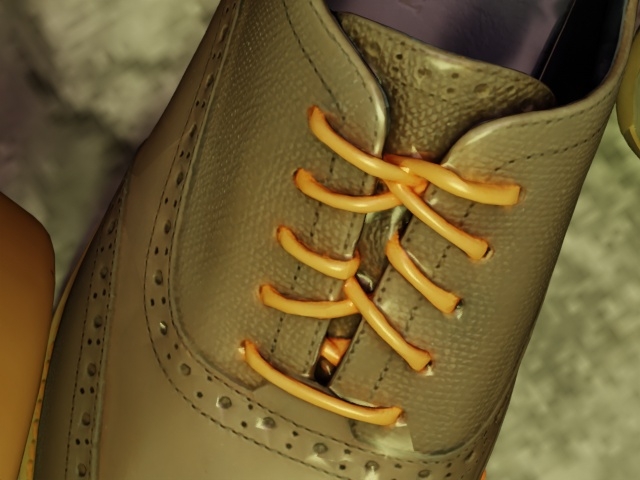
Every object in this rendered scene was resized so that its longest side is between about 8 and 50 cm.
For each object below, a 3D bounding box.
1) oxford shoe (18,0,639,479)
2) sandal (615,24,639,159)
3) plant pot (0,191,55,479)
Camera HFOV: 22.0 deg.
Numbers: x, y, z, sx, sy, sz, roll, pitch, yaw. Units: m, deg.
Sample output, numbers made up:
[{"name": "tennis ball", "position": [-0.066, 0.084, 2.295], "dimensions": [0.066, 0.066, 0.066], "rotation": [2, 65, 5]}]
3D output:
[{"name": "oxford shoe", "position": [0.000, 0.000, 0.416], "dimensions": [0.130, 0.133, 0.364], "rotation": [17, 85, -1]}, {"name": "sandal", "position": [0.165, -0.026, 0.451], "dimensions": [0.180, 0.049, 0.072], "rotation": [11, 94, -24]}, {"name": "plant pot", "position": [-0.186, 0.051, 0.347], "dimensions": [0.203, 0.291, 0.291], "rotation": [21, 85, -17]}]
